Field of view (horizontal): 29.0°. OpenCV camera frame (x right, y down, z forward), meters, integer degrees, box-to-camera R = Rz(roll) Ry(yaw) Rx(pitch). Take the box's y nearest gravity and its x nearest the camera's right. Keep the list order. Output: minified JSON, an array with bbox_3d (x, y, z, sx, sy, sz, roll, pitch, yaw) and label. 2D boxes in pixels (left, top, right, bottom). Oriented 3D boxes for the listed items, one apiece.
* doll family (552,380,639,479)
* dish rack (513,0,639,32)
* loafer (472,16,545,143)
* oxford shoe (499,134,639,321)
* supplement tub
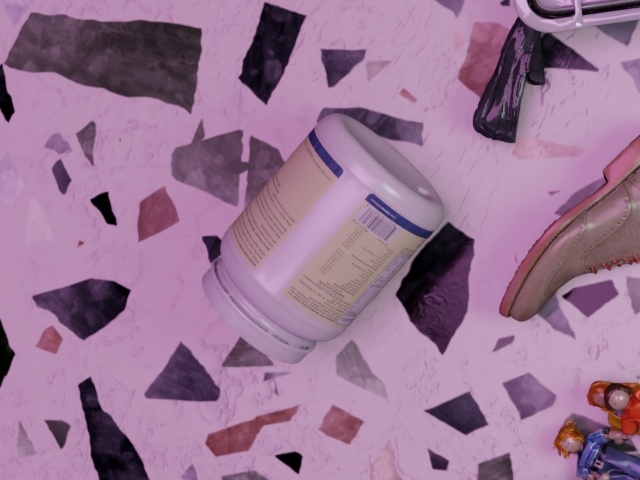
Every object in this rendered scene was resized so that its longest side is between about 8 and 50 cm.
[{"bbox_3d":[0.416,0.288,1.721,0.163,0.118,0.263,28,114,13],"label":"doll family"},{"bbox_3d":[0.423,-0.446,1.709,0.332,0.072,0.286,-7,97,10],"label":"dish rack"},{"bbox_3d":[0.296,-0.250,1.809,0.078,0.076,0.223,23,96,8],"label":"loafer"},{"bbox_3d":[0.393,0.002,1.727,0.130,0.123,0.348,45,106,13],"label":"oxford shoe"},{"bbox_3d":[0.000,0.000,1.834,0.235,0.235,0.325,46,105,18],"label":"supplement tub"}]
